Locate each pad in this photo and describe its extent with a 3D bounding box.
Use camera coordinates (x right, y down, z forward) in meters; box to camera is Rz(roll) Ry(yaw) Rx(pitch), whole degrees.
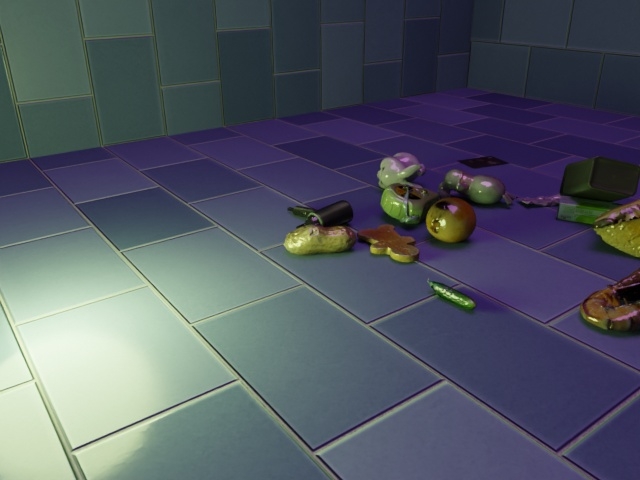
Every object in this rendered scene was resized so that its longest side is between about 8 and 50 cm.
[{"bbox_3d":[0.714,-0.345,2.516,0.190,0.004,0.127,-11,26,-20],"label":"pad"}]

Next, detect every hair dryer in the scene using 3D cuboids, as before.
[{"bbox_3d":[-0.045,-0.079,1.893,0.196,0.078,0.248,-23,23,-39],"label":"hair dryer"}]

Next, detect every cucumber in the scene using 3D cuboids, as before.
[{"bbox_3d":[0.328,0.136,1.431,0.037,0.037,0.155,-19,32,-35],"label":"cucumber"}]

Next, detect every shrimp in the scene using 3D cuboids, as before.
[{"bbox_3d":[0.756,0.150,1.356,0.289,0.075,0.178,-17,21,2],"label":"shrimp"}]

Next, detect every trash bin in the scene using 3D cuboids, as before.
[{"bbox_3d":[0.922,-0.196,1.889,0.164,0.122,0.240,13,0,3],"label":"trash bin"}]

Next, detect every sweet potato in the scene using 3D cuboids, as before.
[{"bbox_3d":[0.835,0.095,1.502,0.214,0.050,0.050,-18,30,-28],"label":"sweet potato"}]

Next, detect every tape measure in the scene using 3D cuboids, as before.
[{"bbox_3d":[0.290,-0.121,1.917,0.175,0.106,0.200,27,35,21],"label":"tape measure"}]

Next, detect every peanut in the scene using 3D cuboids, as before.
[{"bbox_3d":[0.000,0.000,1.684,0.214,0.099,0.099,3,24,-6],"label":"peanut"}]

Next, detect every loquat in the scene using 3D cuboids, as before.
[{"bbox_3d":[0.398,-0.062,1.746,0.163,0.137,0.163,-12,9,2],"label":"loquat"}]

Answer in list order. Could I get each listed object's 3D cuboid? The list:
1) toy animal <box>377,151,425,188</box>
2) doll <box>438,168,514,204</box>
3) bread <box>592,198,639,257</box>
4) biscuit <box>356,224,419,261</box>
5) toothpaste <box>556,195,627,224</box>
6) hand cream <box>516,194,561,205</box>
[{"bbox_3d":[0.315,-0.258,2.190,0.179,0.127,0.193,9,23,15],"label":"toy animal"},{"bbox_3d":[0.554,-0.193,2.053,0.275,0.113,0.155,9,23,23],"label":"doll"},{"bbox_3d":[0.956,-0.047,1.680,0.262,0.162,0.204,-11,16,37],"label":"bread"},{"bbox_3d":[0.210,0.011,1.713,0.153,0.030,0.234,-14,28,-25],"label":"biscuit"},{"bbox_3d":[0.954,-0.083,1.865,0.337,0.067,0.081,11,29,24],"label":"toothpaste"},{"bbox_3d":[0.838,-0.156,2.047,0.257,0.050,0.084,-11,24,-6],"label":"hand cream"}]
